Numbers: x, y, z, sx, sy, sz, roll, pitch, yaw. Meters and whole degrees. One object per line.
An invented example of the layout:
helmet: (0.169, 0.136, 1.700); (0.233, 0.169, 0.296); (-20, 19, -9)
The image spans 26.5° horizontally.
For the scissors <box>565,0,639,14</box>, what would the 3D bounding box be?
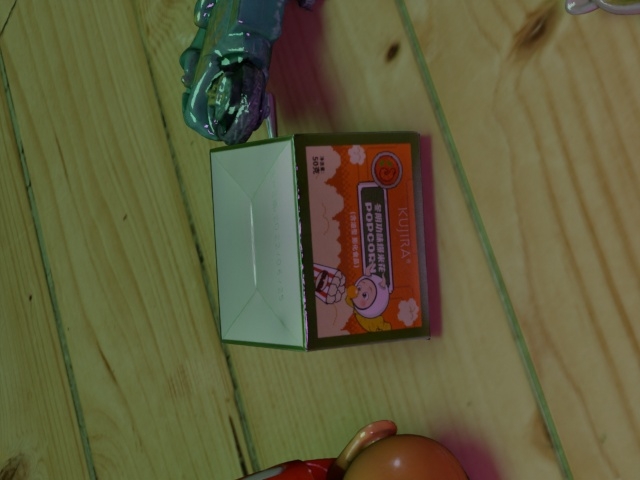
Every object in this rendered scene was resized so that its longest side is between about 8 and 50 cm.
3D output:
scissors: (0.268, -0.230, 0.900); (0.317, 0.024, 0.160); (-8, 99, 55)

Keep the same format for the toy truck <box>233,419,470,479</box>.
toy truck: (0.005, 0.272, 1.215); (0.239, 0.265, 0.189); (115, 139, -54)

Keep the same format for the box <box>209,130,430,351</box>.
box: (0.000, 0.000, 1.285); (0.177, 0.148, 0.195); (-3, 90, 59)

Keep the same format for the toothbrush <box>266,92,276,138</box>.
toothbrush: (-0.053, -0.082, 1.489); (0.014, 0.017, 0.162); (-10, 85, 53)

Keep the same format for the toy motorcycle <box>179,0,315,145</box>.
toy motorcycle: (-0.086, -0.214, 1.428); (0.198, 0.109, 0.296); (145, 136, -60)
